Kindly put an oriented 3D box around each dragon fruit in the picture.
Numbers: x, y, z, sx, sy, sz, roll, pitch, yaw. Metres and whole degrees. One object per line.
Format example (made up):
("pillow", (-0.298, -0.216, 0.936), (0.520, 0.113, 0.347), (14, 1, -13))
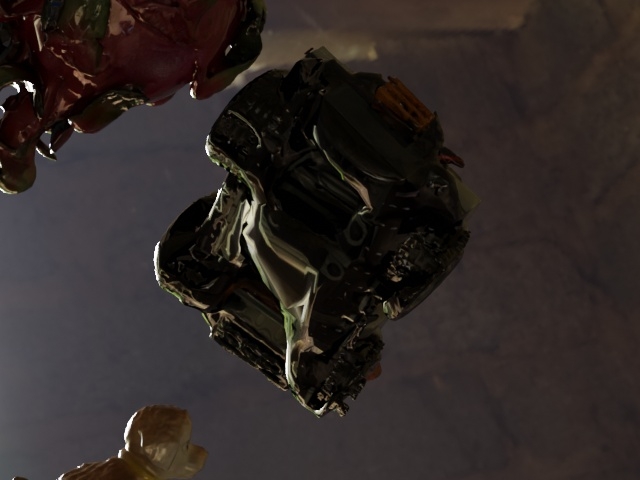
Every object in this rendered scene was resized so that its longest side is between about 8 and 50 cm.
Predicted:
("dragon fruit", (-0.164, -0.179, 0.944), (0.273, 0.198, 0.218), (-27, -2, -1))

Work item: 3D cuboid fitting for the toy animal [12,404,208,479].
("toy animal", (-0.232, 0.243, 1.398), (0.185, 0.184, 0.104), (-61, -19, 7))

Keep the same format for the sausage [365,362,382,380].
("sausage", (0.019, 0.078, 1.273), (0.030, 0.147, 0.035), (-16, 20, 42))

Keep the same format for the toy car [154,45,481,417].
("toy car", (0.002, -0.002, 0.908), (0.118, 0.193, 0.301), (-36, -14, -40))

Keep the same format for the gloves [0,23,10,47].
("gloves", (-0.315, -0.256, 1.092), (0.164, 0.203, 0.124), (-31, 5, -24))
